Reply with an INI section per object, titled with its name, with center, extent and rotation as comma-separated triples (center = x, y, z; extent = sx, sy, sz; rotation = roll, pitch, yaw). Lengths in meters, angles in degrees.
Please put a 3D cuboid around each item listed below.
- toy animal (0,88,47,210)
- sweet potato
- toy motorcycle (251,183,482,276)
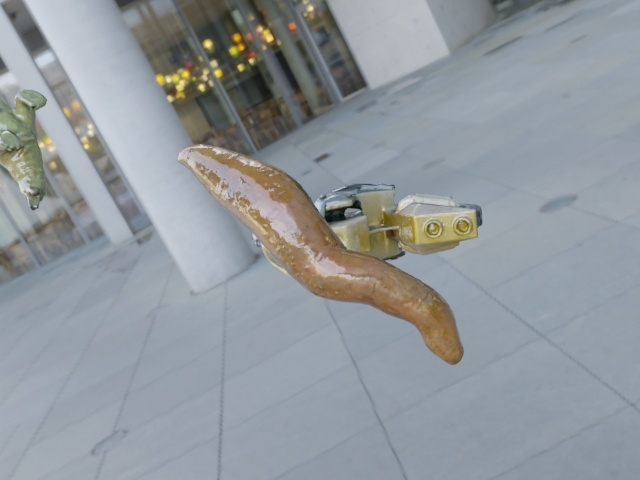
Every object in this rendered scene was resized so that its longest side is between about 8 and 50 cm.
[toy animal]
center = -0.405, -0.143, 1.008
extent = 0.103, 0.219, 0.101
rotation = -39, -15, -48
[sweet potato]
center = -0.003, 0.003, 0.399
extent = 0.044, 0.179, 0.044
rotation = -50, -14, -17
[toy motorcycle]
center = 0.041, -0.005, 0.773
extent = 0.229, 0.094, 0.130
rotation = -5, 8, 9
